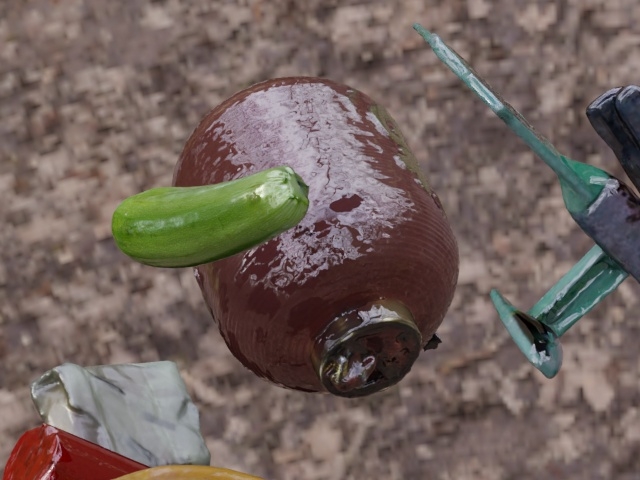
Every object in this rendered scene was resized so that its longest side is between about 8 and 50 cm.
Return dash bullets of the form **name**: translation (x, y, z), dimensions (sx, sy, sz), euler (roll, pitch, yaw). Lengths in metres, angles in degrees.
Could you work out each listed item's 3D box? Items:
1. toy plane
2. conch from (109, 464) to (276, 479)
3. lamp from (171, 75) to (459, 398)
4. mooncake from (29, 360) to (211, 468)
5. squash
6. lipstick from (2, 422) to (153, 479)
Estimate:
- **toy plane**: translation (0.167, 0.067, 0.606), dimensions (0.106, 0.382, 0.155), euler (-47, 19, 7)
- **conch**: translation (-0.074, 0.165, 0.904), dimensions (0.330, 0.109, 0.093), euler (10, 15, 13)
- **lamp**: translation (0.000, 0.000, 1.274), dimensions (0.180, 0.180, 0.258), euler (-19, 49, -8)
- **mooncake**: translation (-0.158, 0.159, 1.480), dimensions (0.125, 0.073, 0.130), euler (3, 51, -41)
- **squash**: translation (-0.034, -0.006, 0.574), dimensions (0.089, 0.027, 0.027), euler (-7, 35, 52)
- **lipstick**: translation (-0.105, 0.214, 1.404), dimensions (0.073, 0.280, 0.073), euler (-32, 44, 36)
